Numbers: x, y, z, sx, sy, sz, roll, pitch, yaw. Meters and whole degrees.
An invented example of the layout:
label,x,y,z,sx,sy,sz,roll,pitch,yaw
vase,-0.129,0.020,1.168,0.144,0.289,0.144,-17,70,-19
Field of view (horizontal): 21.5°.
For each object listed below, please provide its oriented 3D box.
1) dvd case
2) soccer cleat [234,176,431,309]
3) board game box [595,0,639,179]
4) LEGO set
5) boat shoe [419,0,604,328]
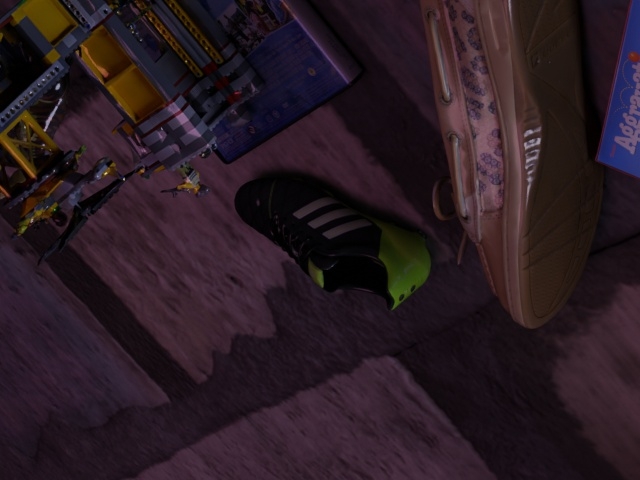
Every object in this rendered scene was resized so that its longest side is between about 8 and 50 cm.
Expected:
label,x,y,z,sx,sy,sz,roll,pitch,yaw
dvd case,-0.100,-0.185,1.266,0.253,0.022,0.180,50,142,-10
soccer cleat,0.000,0.000,1.310,0.179,0.072,0.060,21,137,25
board game box,0.256,-0.131,1.006,0.145,0.027,0.281,25,138,19
LEGO set,-0.193,-0.066,1.217,0.255,0.331,0.192,-32,105,31
boat shoe,0.124,-0.076,1.122,0.089,0.104,0.285,15,124,37
